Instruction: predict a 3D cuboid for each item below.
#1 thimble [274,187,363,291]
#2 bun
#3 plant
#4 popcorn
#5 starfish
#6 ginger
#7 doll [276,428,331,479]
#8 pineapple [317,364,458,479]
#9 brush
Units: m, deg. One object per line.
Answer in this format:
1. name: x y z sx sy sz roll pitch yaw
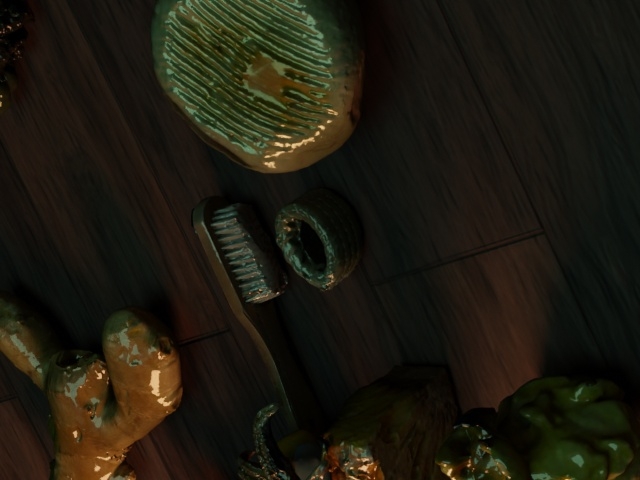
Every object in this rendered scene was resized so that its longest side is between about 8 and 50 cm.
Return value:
1. thimble: 0.000 0.000 1.598 0.084 0.062 0.110 -9 106 42
2. bun: -0.060 -0.197 1.486 0.244 0.153 0.243 5 109 17
3. plant: -0.411 -0.238 1.802 0.085 0.087 0.174 -111 29 -41
4. popcorn: 0.231 0.222 1.433 0.168 0.195 0.173 16 117 42
5. starfish: -0.037 0.289 1.577 0.238 0.057 0.213 -30 73 53
6. ginger: -0.298 0.235 1.945 0.363 0.122 0.348 -2 113 34
7. doll: -0.028 0.415 1.751 0.376 0.187 0.365 37 140 -3
8. pineapple: 0.092 0.232 1.592 0.115 0.186 0.236 3 157 33
9. brush: -0.057 0.094 1.698 0.065 0.070 0.327 -15 104 32
